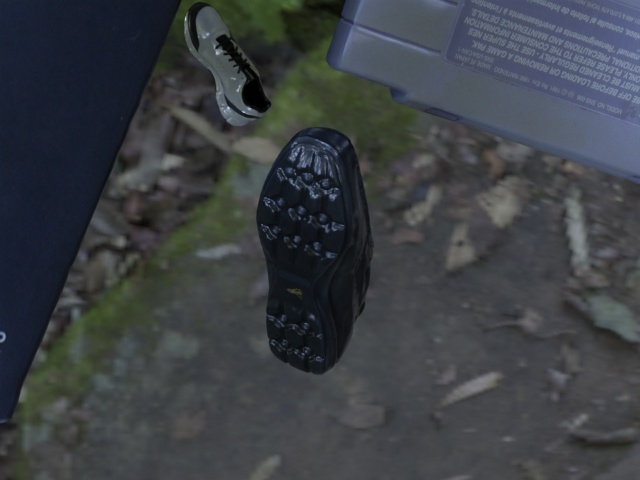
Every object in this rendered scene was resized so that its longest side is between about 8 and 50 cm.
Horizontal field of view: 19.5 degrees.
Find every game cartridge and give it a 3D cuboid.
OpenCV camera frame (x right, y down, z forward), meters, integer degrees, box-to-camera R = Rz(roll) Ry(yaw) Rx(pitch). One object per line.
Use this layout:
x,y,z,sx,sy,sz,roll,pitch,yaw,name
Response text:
0.201,-0.176,1.394,0.355,0.068,0.230,18,102,-15,game cartridge

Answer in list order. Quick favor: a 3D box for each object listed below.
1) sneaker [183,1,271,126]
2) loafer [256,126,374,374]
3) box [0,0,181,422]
-0.072,-0.145,1.505,0.044,0.040,0.109,-3,120,52,sneaker
0.000,0.000,1.328,0.076,0.078,0.223,21,138,18,loafer
-0.366,-0.194,1.257,0.297,0.480,0.471,26,94,64,box
